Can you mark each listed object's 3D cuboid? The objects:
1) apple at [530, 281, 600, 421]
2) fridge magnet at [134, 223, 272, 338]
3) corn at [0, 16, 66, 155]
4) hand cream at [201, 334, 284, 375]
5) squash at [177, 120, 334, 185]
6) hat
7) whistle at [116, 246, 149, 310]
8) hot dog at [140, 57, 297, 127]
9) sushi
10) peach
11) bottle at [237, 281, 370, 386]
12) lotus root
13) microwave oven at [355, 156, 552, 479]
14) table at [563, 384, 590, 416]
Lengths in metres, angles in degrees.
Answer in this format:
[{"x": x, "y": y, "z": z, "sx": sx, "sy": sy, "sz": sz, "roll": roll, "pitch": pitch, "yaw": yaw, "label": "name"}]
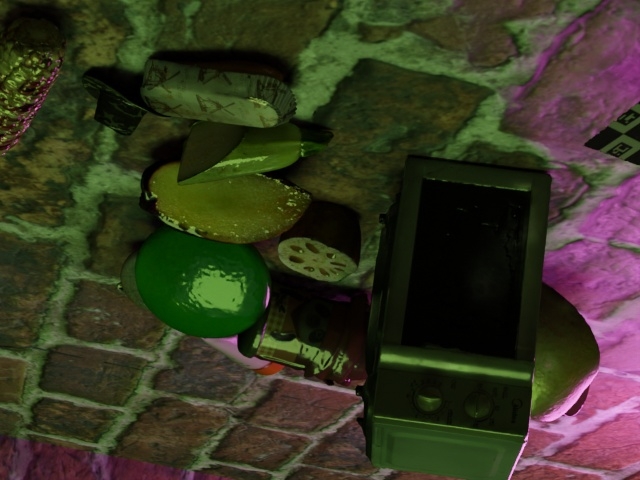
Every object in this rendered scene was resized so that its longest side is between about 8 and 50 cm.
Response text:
[{"x": 0.276, "y": 0.145, "z": 2.242, "sx": 0.265, "sy": 0.120, "sz": 0.193, "roll": 35, "pitch": 121, "yaw": 15, "label": "apple"}, {"x": -0.173, "y": 0.055, "z": 2.264, "sx": 0.208, "sy": 0.088, "sz": 0.208, "roll": 5, "pitch": 122, "yaw": 9, "label": "fridge magnet"}, {"x": -0.372, "y": -0.183, "z": 1.810, "sx": 0.098, "sy": 0.098, "sz": 0.290, "roll": 16, "pitch": 155, "yaw": -19, "label": "corn"}, {"x": -0.156, "y": 0.139, "z": 2.526, "sx": 0.089, "sy": 0.139, "sz": 0.314, "roll": -32, "pitch": 153, "yaw": 14, "label": "hand cream"}, {"x": -0.085, "y": -0.121, "z": 1.902, "sx": 0.200, "sy": 0.090, "sz": 0.075, "roll": -9, "pitch": 123, "yaw": 8, "label": "squash"}, {"x": -0.244, "y": -0.158, "z": 1.869, "sx": 0.121, "sy": 0.050, "sz": 0.121, "roll": 22, "pitch": 177, "yaw": 1, "label": "hat"}, {"x": -0.221, "y": 0.047, "z": 2.357, "sx": 0.220, "sy": 0.057, "sz": 0.107, "roll": -16, "pitch": 108, "yaw": 25, "label": "whistle"}, {"x": -0.122, "y": -0.175, "z": 1.795, "sx": 0.191, "sy": 0.059, "sz": 0.108, "roll": 7, "pitch": 150, "yaw": 17, "label": "hot dog"}, {"x": 0.418, "y": -0.150, "z": 1.670, "sx": 0.215, "sy": 0.050, "sz": 0.192, "roll": 14, "pitch": 140, "yaw": -37, "label": "sushi"}, {"x": -0.121, "y": -0.072, "z": 2.037, "sx": 0.279, "sy": 0.068, "sz": 0.189, "roll": -4, "pitch": 147, "yaw": 31, "label": "peach"}, {"x": 0.011, "y": 0.147, "z": 2.440, "sx": 0.271, "sy": 0.143, "sz": 0.156, "roll": 15, "pitch": 113, "yaw": -10, "label": "bottle"}, {"x": -0.003, "y": -0.001, "z": 2.149, "sx": 0.112, "sy": 0.081, "sz": 0.122, "roll": 20, "pitch": 156, "yaw": -23, "label": "lotus root"}, {"x": 0.167, "y": 0.109, "z": 1.991, "sx": 0.218, "sy": 0.355, "sz": 0.286, "roll": 7, "pitch": 159, "yaw": 3, "label": "microwave oven"}, {"x": 0.294, "y": 0.191, "z": 2.420, "sx": 0.227, "sy": 0.167, "sz": 0.167, "roll": -1, "pitch": 157, "yaw": 33, "label": "table"}]
